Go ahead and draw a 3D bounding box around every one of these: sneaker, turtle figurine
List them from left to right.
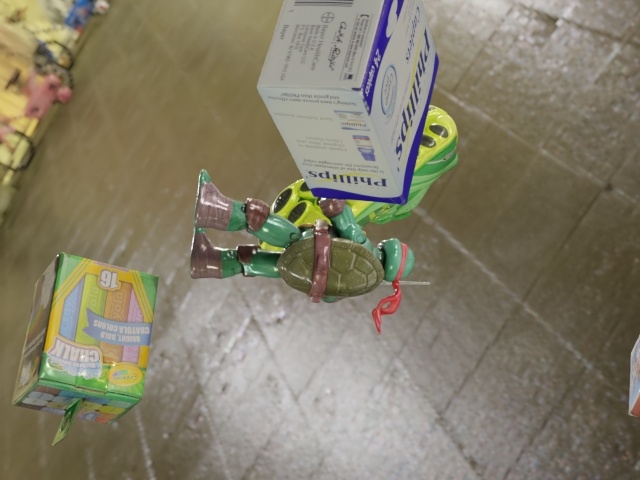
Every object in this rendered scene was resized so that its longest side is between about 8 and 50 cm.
[{"bbox_3d":[0.000,0.000,1.041,0.118,0.234,0.175,-93,12,-59],"label":"turtle figurine"},{"bbox_3d":[0.058,-0.049,1.443,0.296,0.123,0.109,-33,49,3],"label":"sneaker"}]

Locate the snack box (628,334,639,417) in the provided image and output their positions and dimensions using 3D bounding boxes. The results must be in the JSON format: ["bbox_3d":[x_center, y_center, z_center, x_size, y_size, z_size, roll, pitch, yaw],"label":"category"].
[{"bbox_3d":[0.262,0.055,0.831,0.178,0.022,0.064,98,-174,-45],"label":"snack box"}]

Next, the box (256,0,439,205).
[{"bbox_3d":[0.024,-0.111,0.748,0.072,0.137,0.126,6,64,19],"label":"box"}]

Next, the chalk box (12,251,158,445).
[{"bbox_3d":[-0.289,0.145,1.380,0.132,0.132,0.213,-36,45,56],"label":"chalk box"}]
